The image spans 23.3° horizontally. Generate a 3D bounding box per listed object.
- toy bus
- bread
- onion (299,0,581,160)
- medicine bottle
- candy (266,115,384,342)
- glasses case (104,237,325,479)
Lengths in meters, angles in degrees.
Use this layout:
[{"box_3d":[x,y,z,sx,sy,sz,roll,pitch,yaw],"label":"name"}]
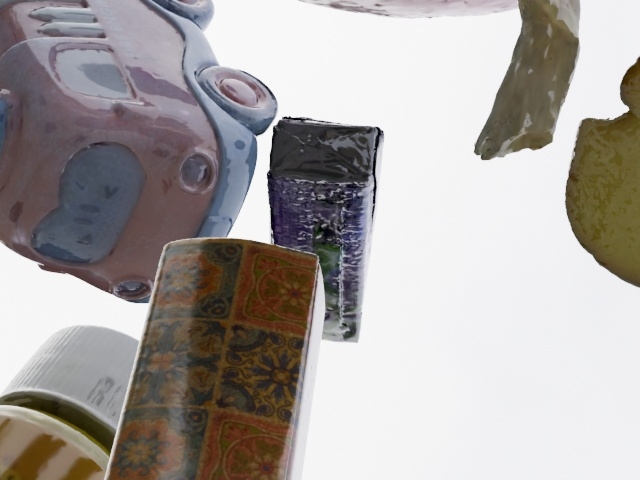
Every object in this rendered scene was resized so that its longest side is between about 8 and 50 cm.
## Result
[{"box_3d":[-0.194,-0.095,1.228,0.197,0.232,0.294,-57,-136,30],"label":"toy bus"},{"box_3d":[0.244,-0.027,0.972,0.188,0.065,0.149,38,-79,3],"label":"bread"},{"box_3d":[0.067,-0.252,0.685,0.345,0.358,0.358,42,-46,44],"label":"onion"},{"box_3d":[-0.279,0.266,1.449,0.224,0.384,0.224,15,-48,18],"label":"medicine bottle"},{"box_3d":[0.000,0.000,1.310,0.088,0.061,0.312,8,-28,2],"label":"candy"},{"box_3d":[-0.046,0.088,0.632,0.075,0.218,0.049,2,-48,6],"label":"glasses case"}]
